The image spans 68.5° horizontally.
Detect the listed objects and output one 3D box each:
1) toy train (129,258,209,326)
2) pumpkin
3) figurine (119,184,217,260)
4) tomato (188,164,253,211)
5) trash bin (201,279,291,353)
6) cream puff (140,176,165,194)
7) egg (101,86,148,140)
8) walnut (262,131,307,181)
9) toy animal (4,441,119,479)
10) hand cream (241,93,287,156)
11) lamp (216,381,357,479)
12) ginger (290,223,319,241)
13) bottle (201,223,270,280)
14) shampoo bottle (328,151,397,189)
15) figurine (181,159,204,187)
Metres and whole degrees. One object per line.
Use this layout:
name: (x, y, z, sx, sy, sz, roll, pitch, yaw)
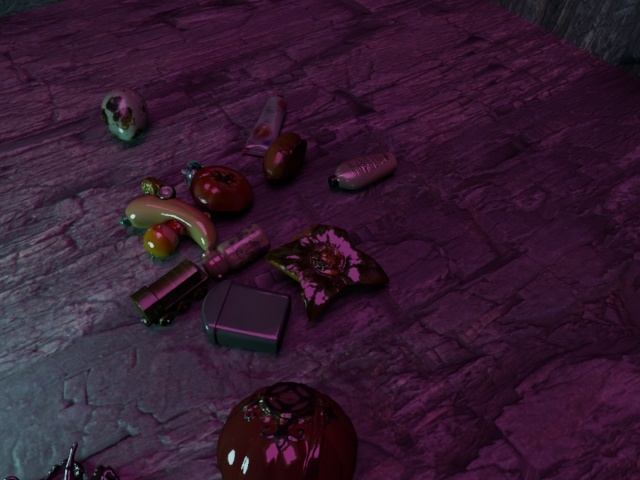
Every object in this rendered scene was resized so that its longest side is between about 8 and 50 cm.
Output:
toy train: (-0.420, 0.147, 1.338, 0.090, 0.137, 0.225, 36, 61, 25)
pumpkin: (0.024, 0.077, 1.383, 0.290, 0.095, 0.258, -26, 69, -22)
figurine: (-0.481, -0.042, 1.500, 0.325, 0.124, 0.222, 26, 56, 15)
tomato: (-0.331, -0.184, 1.591, 0.225, 0.084, 0.225, 14, 32, -9)
trash bin: (-0.212, 0.211, 1.314, 0.237, 0.101, 0.176, 10, 51, 5)
cream puff: (-0.592, -0.195, 1.658, 0.083, 0.058, 0.083, -21, 53, -18)
egg: (-0.758, -0.490, 1.827, 0.169, 0.169, 0.231, -11, 67, -9)
walnut: (-0.128, -0.304, 1.698, 0.137, 0.137, 0.245, 21, 63, 16)
toy animal: (-0.583, 0.560, 1.048, 0.233, 0.084, 0.148, -25, 57, -22)
hand cream: (-0.205, -0.464, 1.870, 0.125, 0.077, 0.340, 11, 57, 8)
lamp: (-0.070, 0.446, 1.018, 0.304, 0.256, 0.303, 3, 16, -1)
ginger: (-0.001, 0.001, 1.494, 0.190, 0.068, 0.095, 14, 55, 10)
bottle: (-0.268, 0.032, 1.450, 0.209, 0.097, 0.110, -33, 78, -23)
shampoo bottle: (0.146, -0.245, 1.682, 0.257, 0.078, 0.127, -19, 59, -17)
figurine: (-0.454, -0.239, 1.676, 0.095, 0.086, 0.082, 23, 57, 17)
